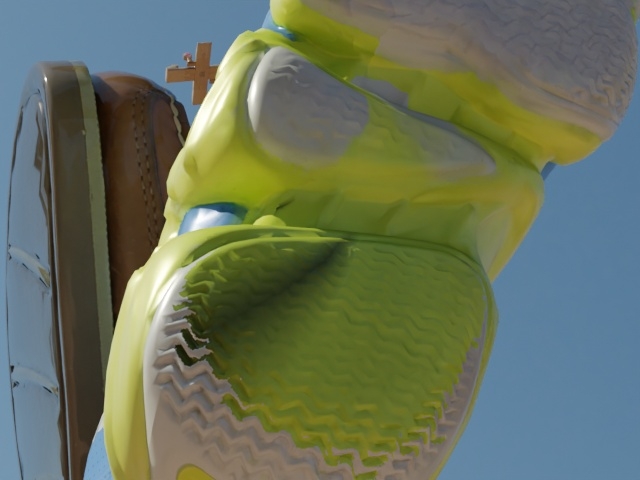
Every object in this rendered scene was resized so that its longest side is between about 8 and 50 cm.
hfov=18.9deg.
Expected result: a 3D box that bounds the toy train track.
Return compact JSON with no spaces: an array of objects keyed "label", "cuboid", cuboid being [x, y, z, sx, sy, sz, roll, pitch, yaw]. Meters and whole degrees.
[{"label":"toy train track","cuboid":[-0.064,-0.115,1.280,0.083,0.014,0.048,-6,-52,-19]}]

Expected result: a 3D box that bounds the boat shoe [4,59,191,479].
[{"label":"boat shoe","cuboid":[-0.029,0.097,0.572,0.104,0.307,0.110,-7,4,-15]}]

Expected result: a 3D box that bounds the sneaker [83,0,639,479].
[{"label":"sneaker","cuboid":[0.000,0.000,0.461,0.091,0.240,0.126,32,-47,0]}]
